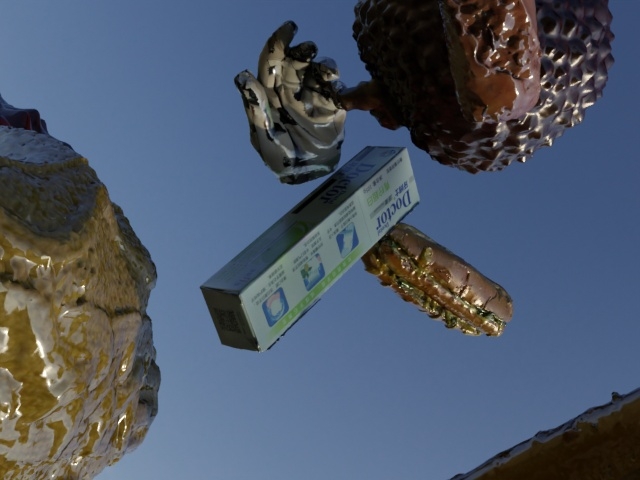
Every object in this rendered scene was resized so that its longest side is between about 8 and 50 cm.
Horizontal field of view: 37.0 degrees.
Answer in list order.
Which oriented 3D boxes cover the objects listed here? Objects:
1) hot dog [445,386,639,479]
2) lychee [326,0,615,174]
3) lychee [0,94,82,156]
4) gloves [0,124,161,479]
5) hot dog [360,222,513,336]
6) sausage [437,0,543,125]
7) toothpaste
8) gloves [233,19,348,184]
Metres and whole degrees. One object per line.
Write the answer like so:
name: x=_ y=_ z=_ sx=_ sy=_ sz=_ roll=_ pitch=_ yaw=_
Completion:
hot dog: x=0.119 y=0.140 z=0.478 sx=0.286 sy=0.061 sz=0.087 roll=-34 pitch=-135 yaw=31
lychee: x=0.155 y=-0.200 z=1.009 sx=0.264 sy=0.300 sz=0.264 roll=-21 pitch=90 yaw=-82
lychee: x=-0.363 y=0.065 z=0.804 sx=0.424 sy=0.425 sz=0.500 roll=58 pitch=-22 yaw=11
gloves: x=-0.169 y=0.043 z=0.410 sx=0.155 sy=0.203 sz=0.356 roll=42 pitch=7 yaw=19
hot dog: x=0.169 y=0.060 z=1.333 sx=0.115 sy=0.269 sz=0.072 roll=-37 pitch=-146 yaw=35
sausage: x=0.103 y=-0.226 z=0.703 sx=0.087 sy=0.079 sz=0.326 roll=3 pitch=-50 yaw=37
toothpaste: x=0.000 y=0.000 z=1.112 sx=0.067 sy=0.336 sz=0.081 roll=6 pitch=-55 yaw=38
gloves: x=-0.029 y=-0.166 z=1.121 sx=0.111 sy=0.128 sz=0.212 roll=-90 pitch=176 yaw=-54
